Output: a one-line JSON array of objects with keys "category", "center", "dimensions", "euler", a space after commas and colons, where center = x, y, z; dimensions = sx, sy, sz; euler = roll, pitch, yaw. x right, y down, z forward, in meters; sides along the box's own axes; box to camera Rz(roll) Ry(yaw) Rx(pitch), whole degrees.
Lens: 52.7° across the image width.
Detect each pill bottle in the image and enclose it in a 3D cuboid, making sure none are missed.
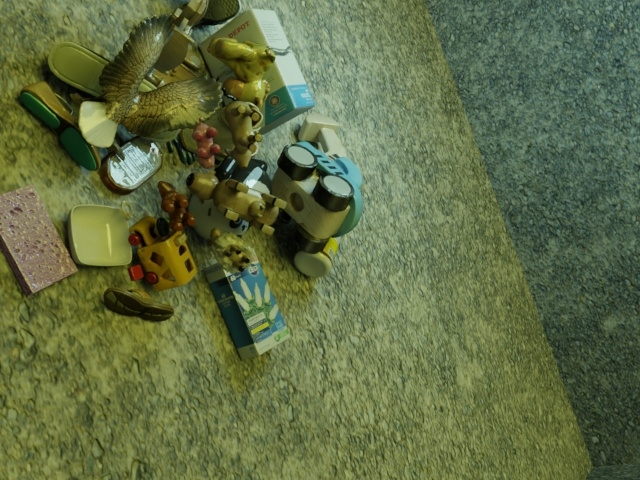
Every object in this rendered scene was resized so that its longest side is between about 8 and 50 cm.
[{"category": "pill bottle", "center": [0.000, 0.000, 1.980], "dimensions": [0.117, 0.117, 0.215], "euler": [45, 43, -27]}]

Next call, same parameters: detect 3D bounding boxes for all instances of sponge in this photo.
[{"category": "sponge", "center": [-0.601, -0.002, 1.335], "dimensions": [0.117, 0.031, 0.210], "euler": [-33, 99, -51]}]

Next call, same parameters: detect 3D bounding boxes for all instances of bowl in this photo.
[{"category": "bowl", "center": [-0.499, -0.006, 1.440], "dimensions": [0.142, 0.053, 0.142], "euler": [4, 71, -50]}]

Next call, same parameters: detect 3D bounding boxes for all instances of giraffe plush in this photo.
[{"category": "giraffe plush", "center": [-0.200, -0.444, 1.742], "dimensions": [0.181, 0.210, 0.170], "euler": [-70, 172, -70]}]

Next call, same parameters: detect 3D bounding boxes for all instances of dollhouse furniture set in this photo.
[{"category": "dollhouse furniture set", "center": [-0.305, -0.511, 1.649], "dimensions": [0.174, 0.355, 0.303], "euler": [35, 47, -24]}]

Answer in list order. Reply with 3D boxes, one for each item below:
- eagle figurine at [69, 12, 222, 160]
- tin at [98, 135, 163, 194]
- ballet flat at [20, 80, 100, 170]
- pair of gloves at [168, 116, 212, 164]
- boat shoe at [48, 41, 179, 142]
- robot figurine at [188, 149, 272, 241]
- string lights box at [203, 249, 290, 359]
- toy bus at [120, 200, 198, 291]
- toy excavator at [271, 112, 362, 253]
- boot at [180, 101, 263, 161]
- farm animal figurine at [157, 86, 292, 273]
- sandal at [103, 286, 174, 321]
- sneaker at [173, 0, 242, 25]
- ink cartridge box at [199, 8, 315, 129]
[{"category": "eagle figurine", "center": [-0.400, -0.333, 1.432], "dimensions": [0.225, 0.298, 0.226], "euler": [68, 12, 13]}, {"category": "tin", "center": [-0.461, -0.186, 1.587], "dimensions": [0.106, 0.040, 0.190], "euler": [57, 39, -20]}, {"category": "ballet flat", "center": [-0.568, -0.263, 1.459], "dimensions": [0.232, 0.080, 0.073], "euler": [52, 41, -21]}, {"category": "pair of gloves", "center": [-0.353, -0.295, 1.777], "dimensions": [0.198, 0.023, 0.159], "euler": [-32, 98, -52]}, {"category": "boat shoe", "center": [-0.497, -0.361, 1.571], "dimensions": [0.340, 0.113, 0.127], "euler": [27, 98, -30]}, {"category": "robot figurine", "center": [-0.231, -0.113, 1.712], "dimensions": [0.209, 0.173, 0.278], "euler": [52, 40, -20]}, {"category": "string lights box", "center": [-0.193, 0.167, 1.703], "dimensions": [0.133, 0.076, 0.260], "euler": [-24, 92, -51]}, {"category": "toy bus", "center": [-0.362, 0.014, 1.501], "dimensions": [0.202, 0.104, 0.191], "euler": [41, 39, -59]}, {"category": "toy excavator", "center": [0.004, -0.208, 1.973], "dimensions": [0.433, 0.222, 0.445], "euler": [42, 37, 20]}, {"category": "boot", "center": [-0.219, -0.292, 1.756], "dimensions": [0.262, 0.203, 0.095], "euler": [8, 68, -50]}, {"category": "farm animal figurine", "center": [-0.214, -0.133, 1.512], "dimensions": [0.327, 0.172, 0.330], "euler": [42, 84, -27]}, {"category": "sandal", "center": [-0.413, 0.138, 1.467], "dimensions": [0.180, 0.072, 0.049], "euler": [25, 39, -43]}, {"category": "sneaker", "center": [-0.292, -0.674, 1.876], "dimensions": [0.163, 0.226, 0.086], "euler": [-36, 122, -54]}, {"category": "ink cartridge box", "center": [-0.186, -0.487, 1.901], "dimensions": [0.129, 0.223, 0.307], "euler": [-27, 94, -56]}]
